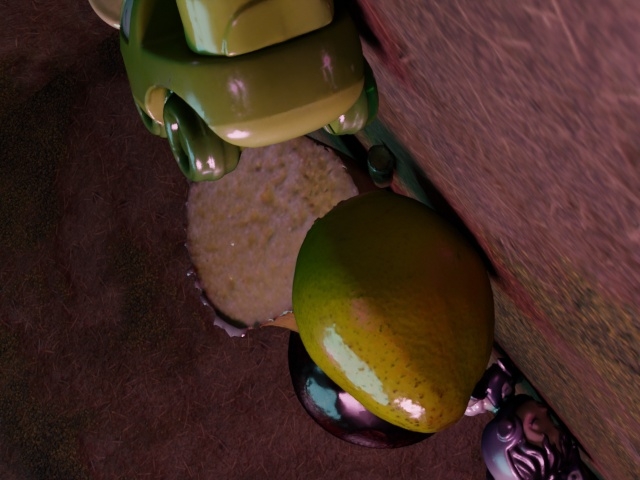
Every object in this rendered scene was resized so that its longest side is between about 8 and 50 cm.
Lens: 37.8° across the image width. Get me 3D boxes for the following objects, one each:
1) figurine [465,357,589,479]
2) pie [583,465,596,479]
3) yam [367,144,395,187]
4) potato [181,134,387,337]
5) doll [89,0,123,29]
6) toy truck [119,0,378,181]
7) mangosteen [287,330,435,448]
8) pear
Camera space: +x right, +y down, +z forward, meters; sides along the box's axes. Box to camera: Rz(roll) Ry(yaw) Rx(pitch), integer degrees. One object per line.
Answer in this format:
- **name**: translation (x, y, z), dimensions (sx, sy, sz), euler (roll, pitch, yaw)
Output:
- **figurine**: translation (0.272, 0.285, 1.310), dimensions (0.222, 0.145, 0.145), euler (57, -178, 21)
- **pie**: translation (0.439, 0.438, 1.535), dimensions (0.302, 0.067, 0.302), euler (53, -179, -2)
- **yam**: translation (0.066, -0.072, 0.986), dimensions (0.033, 0.027, 0.129), euler (53, -179, 10)
- **potato**: translation (0.000, 0.000, 1.246), dimensions (0.237, 0.301, 0.288), euler (6, -115, -53)
- **doll**: translation (-0.096, -0.210, 0.893), dimensions (0.271, 0.144, 0.208), euler (55, -161, -25)
- **toy truck**: translation (-0.055, -0.147, 0.604), dimensions (0.187, 0.148, 0.210), euler (54, 157, 39)
- **mangosteen**: translation (0.102, 0.187, 1.435), dimensions (0.297, 0.297, 0.313), euler (52, 177, -31)
- **pear**: translation (0.074, 0.070, 0.865), dimensions (0.219, 0.187, 0.187), euler (57, -178, 25)
